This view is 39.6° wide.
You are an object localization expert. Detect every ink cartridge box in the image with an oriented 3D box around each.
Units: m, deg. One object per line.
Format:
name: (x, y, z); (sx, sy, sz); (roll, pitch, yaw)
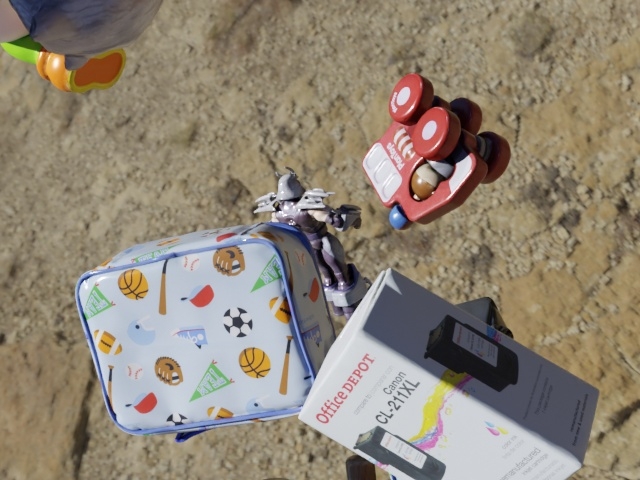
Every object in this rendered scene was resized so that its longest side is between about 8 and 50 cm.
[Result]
ink cartridge box: (0.088, 0.119, 0.646); (0.072, 0.175, 0.127); (-59, -2, -44)

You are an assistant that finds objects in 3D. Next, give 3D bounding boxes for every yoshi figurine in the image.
yoshi figurine: (-0.380, -0.321, 1.064); (0.362, 0.203, 0.203); (28, 84, 18)

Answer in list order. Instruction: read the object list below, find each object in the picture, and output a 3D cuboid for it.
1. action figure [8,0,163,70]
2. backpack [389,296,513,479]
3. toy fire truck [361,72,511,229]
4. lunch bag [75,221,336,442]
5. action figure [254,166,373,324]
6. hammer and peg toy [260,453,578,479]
action figure: (-0.144, -0.263, 0.484); (0.178, 0.341, 0.330); (-166, 80, -67)
backpack: (0.230, 0.318, 1.348); (0.273, 0.355, 0.290); (-22, 29, 33)
toy fire truck: (0.203, -0.154, 1.722); (0.254, 0.169, 0.302); (-54, 36, 25)
lunch bag: (-0.137, 0.114, 1.066); (0.304, 0.115, 0.243); (-11, 101, 21)
action figure: (0.000, 0.000, 1.458); (0.099, 0.285, 0.185); (-40, 27, -28)
hammer and peg toy: (0.107, 0.330, 1.005); (0.266, 0.362, 0.127); (-164, 67, -78)
